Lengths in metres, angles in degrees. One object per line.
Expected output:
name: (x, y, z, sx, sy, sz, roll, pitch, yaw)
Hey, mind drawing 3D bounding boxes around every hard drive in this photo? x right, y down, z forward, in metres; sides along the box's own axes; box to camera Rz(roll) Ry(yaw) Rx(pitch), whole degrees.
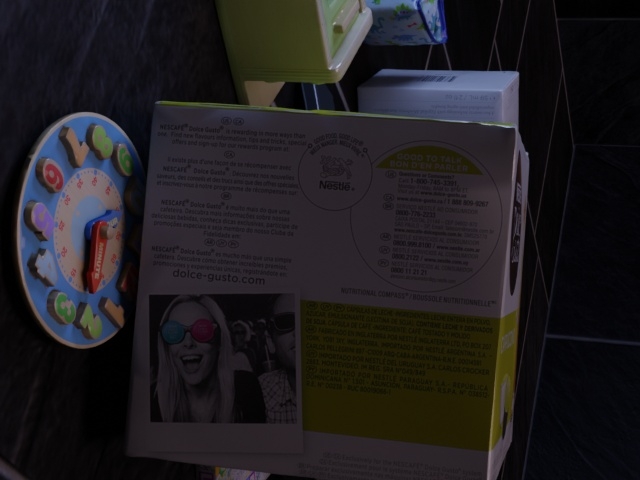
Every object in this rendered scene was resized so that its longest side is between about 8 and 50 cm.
hard drive: (0.004, -0.150, 1.521, 0.094, 0.022, 0.135, 46, 32, -64)

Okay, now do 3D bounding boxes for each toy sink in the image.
toy sink: (-0.025, -0.263, 1.320, 0.153, 0.131, 0.234, -62, 150, -47)

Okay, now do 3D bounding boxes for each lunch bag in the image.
lunch bag: (0.109, -0.329, 1.683, 0.151, 0.128, 0.096, 52, 46, -61)

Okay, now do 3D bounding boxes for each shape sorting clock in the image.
shape sorting clock: (-0.201, -0.009, 1.015, 0.206, 0.040, 0.206, 4, 90, -71)

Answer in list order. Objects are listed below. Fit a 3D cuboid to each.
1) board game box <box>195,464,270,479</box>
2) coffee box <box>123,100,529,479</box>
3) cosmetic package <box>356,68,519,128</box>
board game box: (-0.100, 0.260, 1.364, 0.154, 0.026, 0.103, -40, 131, -64)
coffee box: (0.030, 0.048, 1.179, 0.337, 0.338, 0.334, 5, 90, -78)
cosmetic package: (0.183, -0.138, 1.784, 0.138, 0.224, 0.225, -46, 136, -61)
